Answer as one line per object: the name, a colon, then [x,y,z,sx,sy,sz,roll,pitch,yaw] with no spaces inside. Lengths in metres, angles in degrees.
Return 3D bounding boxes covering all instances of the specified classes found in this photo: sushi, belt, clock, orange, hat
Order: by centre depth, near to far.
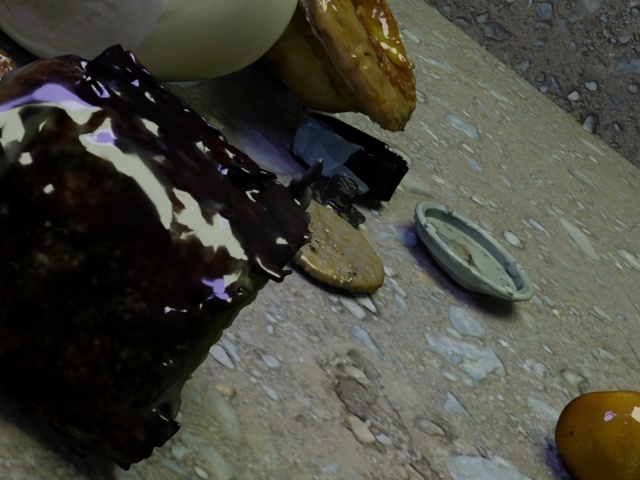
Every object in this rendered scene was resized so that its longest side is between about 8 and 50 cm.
sushi: [-0.187,-0.001,1.081,0.294,0.281,0.299,36,36,-1]
orange: [0.385,0.264,1.583,0.159,0.159,0.136,11,77,-47]
hat: [0.030,-0.069,1.830,0.121,0.050,0.121,29,22,-13]
belt: [0.045,-0.133,1.937,0.198,0.078,0.151,24,17,-27]
clock: [0.236,0.027,1.943,0.236,0.053,0.236,33,21,-15]

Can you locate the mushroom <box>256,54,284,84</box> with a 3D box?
mushroom: [-0.027,-0.364,2.165,0.226,0.178,0.226,32,13,-8]

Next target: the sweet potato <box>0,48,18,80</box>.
sweet potato: [-0.383,-0.174,1.370,0.354,0.095,0.106,38,18,0]

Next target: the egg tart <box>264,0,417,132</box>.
egg tart: [0.001,-0.346,1.918,0.443,0.178,0.443,56,16,-26]

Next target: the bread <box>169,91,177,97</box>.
bread: [-0.188,-0.132,1.631,0.149,0.065,0.188,35,16,-35]

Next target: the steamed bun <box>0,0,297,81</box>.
steamed bun: [-0.294,-0.380,1.664,0.456,0.290,0.371,41,27,24]

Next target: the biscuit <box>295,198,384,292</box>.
biscuit: [0.001,-0.001,1.678,0.220,0.033,0.220,31,22,-14]
